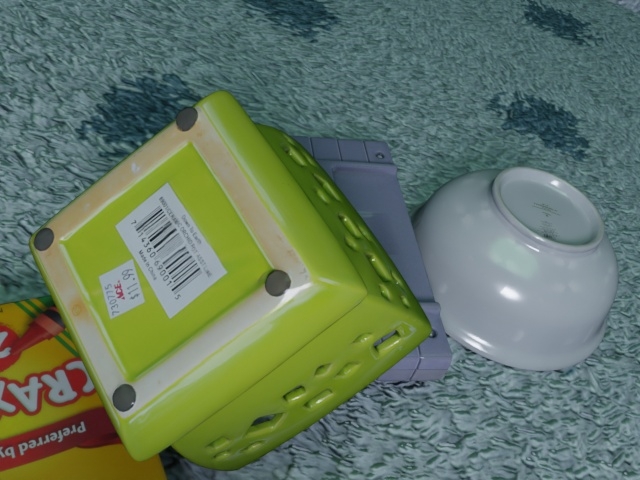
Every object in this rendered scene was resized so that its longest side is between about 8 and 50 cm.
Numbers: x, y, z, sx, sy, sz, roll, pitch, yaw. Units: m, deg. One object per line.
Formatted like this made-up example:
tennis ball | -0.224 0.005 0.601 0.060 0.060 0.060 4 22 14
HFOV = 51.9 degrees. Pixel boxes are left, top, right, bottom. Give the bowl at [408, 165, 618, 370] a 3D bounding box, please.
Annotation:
bowl | 0.253 0.002 0.821 0.298 0.134 0.298 11 43 -10

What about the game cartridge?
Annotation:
game cartridge | 0.000 0.000 0.766 0.230 0.068 0.355 5 45 -15

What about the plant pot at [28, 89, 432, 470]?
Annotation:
plant pot | -0.074 0.034 0.523 0.227 0.207 0.228 -37 68 6

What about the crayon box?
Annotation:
crayon box | -0.222 0.191 0.482 0.202 0.081 0.318 -10 52 -30
